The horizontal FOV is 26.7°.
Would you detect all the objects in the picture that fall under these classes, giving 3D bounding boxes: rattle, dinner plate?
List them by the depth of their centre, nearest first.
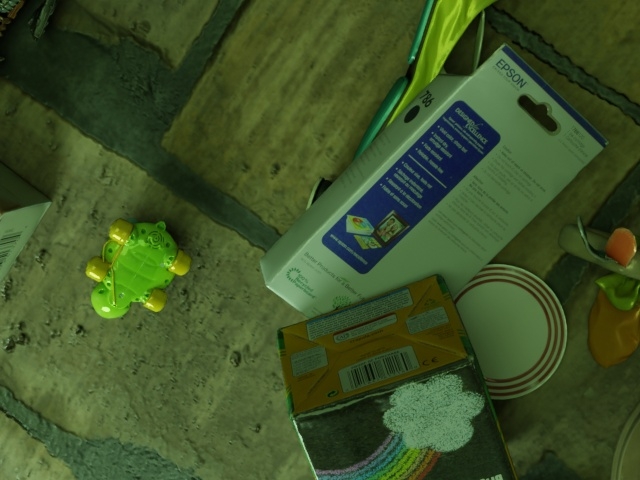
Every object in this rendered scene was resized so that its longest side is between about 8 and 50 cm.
[{"bbox_3d":[0.266,0.051,1.278,0.130,0.200,0.142,35,101,7],"label":"rattle"},{"bbox_3d":[0.183,0.094,1.394,0.141,0.017,0.141,1,97,11],"label":"dinner plate"}]

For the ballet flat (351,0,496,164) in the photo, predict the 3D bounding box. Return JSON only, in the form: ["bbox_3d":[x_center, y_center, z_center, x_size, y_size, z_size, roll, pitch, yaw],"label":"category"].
[{"bbox_3d":[0.110,-0.160,1.358,0.077,0.077,0.231,23,99,-5],"label":"ballet flat"}]

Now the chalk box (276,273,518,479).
[{"bbox_3d":[0.091,0.215,1.313,0.180,0.179,0.288,-19,115,3],"label":"chalk box"}]

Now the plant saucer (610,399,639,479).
[{"bbox_3d":[0.401,0.246,1.294,0.278,0.041,0.277,-4,84,37],"label":"plant saucer"}]

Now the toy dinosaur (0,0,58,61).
[{"bbox_3d":[-0.367,-0.326,1.425,0.218,0.164,0.321,21,81,-6],"label":"toy dinosaur"}]

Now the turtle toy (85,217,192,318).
[{"bbox_3d":[-0.201,0.031,1.442,0.095,0.066,0.130,31,104,-17],"label":"turtle toy"}]

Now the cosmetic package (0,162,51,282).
[{"bbox_3d":[-0.464,-0.064,1.455,0.296,0.129,0.153,35,103,7],"label":"cosmetic package"}]

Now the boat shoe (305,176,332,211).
[{"bbox_3d":[0.001,0.000,1.407,0.042,0.049,0.133,13,105,14],"label":"boat shoe"}]

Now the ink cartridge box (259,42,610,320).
[{"bbox_3d":[0.110,-0.037,1.339,0.333,0.065,0.165,-44,115,13],"label":"ink cartridge box"}]
